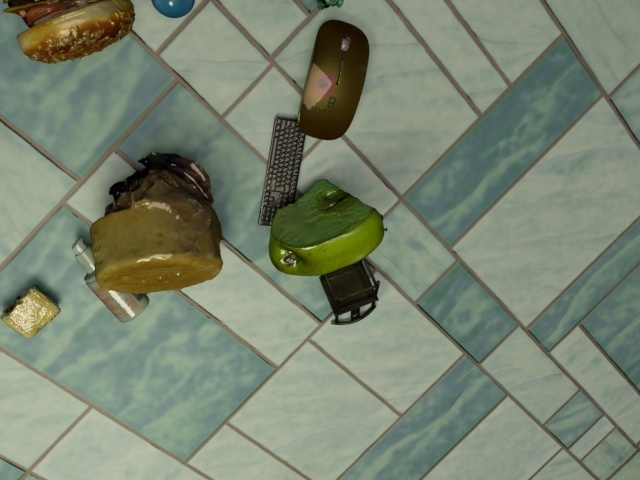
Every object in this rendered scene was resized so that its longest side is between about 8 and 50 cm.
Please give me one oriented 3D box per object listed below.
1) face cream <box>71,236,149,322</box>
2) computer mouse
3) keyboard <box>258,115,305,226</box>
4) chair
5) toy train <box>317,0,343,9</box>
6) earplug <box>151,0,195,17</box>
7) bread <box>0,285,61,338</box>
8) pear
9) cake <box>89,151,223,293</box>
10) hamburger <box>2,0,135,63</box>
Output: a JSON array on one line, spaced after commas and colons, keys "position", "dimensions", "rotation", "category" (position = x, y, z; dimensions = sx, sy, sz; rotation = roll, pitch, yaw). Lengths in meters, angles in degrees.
[{"position": [-0.572, 0.100, 1.599], "dimensions": [0.101, 0.101, 0.252], "rotation": [-35, 113, -1], "category": "face cream"}, {"position": [0.033, -0.421, 1.590], "dimensions": [0.158, 0.072, 0.310], "rotation": [10, 102, -23], "category": "computer mouse"}, {"position": [-0.103, -0.186, 1.671], "dimensions": [0.100, 0.018, 0.310], "rotation": [6, 107, -17], "category": "keyboard"}, {"position": [0.087, 0.143, 1.782], "dimensions": [0.154, 0.141, 0.260], "rotation": [-19, 157, -8], "category": "chair"}, {"position": [-0.011, -0.656, 1.508], "dimensions": [0.172, 0.070, 0.099], "rotation": [22, 91, -22], "category": "toy train"}, {"position": [-0.352, -0.659, 1.384], "dimensions": [0.132, 0.132, 0.273], "rotation": [-8, 114, -13], "category": "earplug"}, {"position": [-0.770, 0.188, 1.589], "dimensions": [0.125, 0.082, 0.106], "rotation": [-45, 124, -8], "category": "bread"}, {"position": [0.000, 0.000, 1.615], "dimensions": [0.282, 0.286, 0.176], "rotation": [-36, 130, -17], "category": "pear"}, {"position": [-0.418, -0.051, 1.520], "dimensions": [0.332, 0.332, 0.321], "rotation": [-5, 72, -14], "category": "cake"}, {"position": [-0.547, -0.516, 1.306], "dimensions": [0.291, 0.291, 0.225], "rotation": [-23, 113, -7], "category": "hamburger"}]
